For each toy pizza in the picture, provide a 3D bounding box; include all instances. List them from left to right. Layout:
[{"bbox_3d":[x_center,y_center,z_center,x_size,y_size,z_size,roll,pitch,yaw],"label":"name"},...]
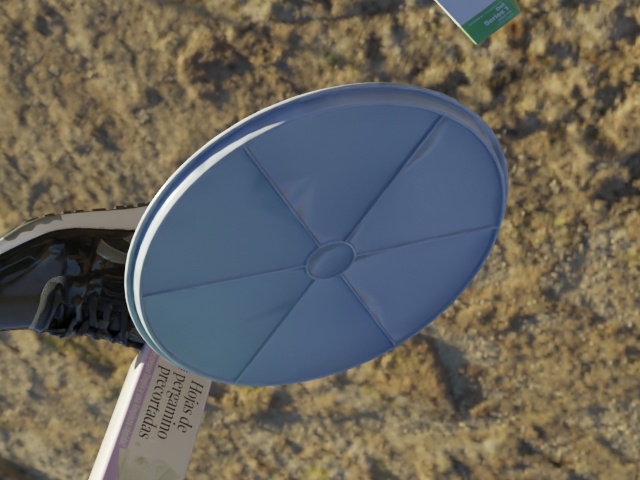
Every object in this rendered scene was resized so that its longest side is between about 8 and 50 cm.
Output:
[{"bbox_3d":[0.000,0.000,0.484,0.201,0.032,0.201,-14,138,-13],"label":"toy pizza"}]

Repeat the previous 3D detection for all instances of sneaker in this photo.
[{"bbox_3d":[-0.179,0.043,0.839,0.124,0.283,0.107,52,135,20],"label":"sneaker"}]

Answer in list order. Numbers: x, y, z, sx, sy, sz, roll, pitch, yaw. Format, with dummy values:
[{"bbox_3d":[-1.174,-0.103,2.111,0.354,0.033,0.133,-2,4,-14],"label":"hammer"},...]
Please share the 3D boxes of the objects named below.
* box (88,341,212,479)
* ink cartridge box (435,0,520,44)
[{"bbox_3d":[-0.145,0.204,0.702,0.063,0.324,0.067,27,128,-13],"label":"box"},{"bbox_3d":[0.203,-0.440,1.499,0.092,0.160,0.219,-33,131,25],"label":"ink cartridge box"}]
